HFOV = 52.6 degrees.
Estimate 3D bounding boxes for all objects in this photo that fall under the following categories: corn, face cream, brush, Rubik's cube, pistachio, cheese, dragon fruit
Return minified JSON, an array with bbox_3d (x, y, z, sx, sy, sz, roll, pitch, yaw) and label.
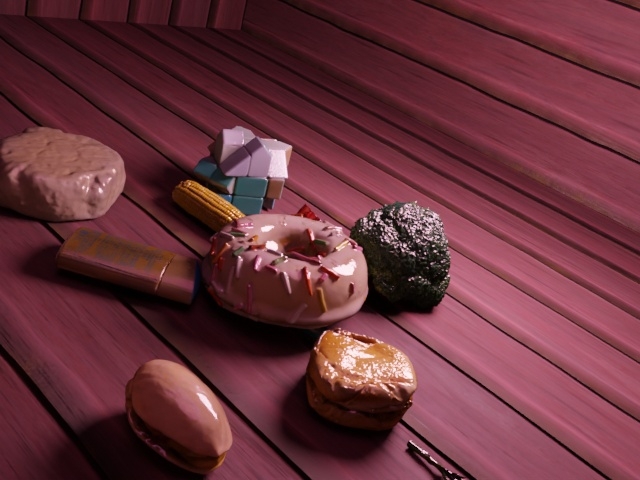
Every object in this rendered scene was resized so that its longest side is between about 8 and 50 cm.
[{"bbox_3d":[-0.275,-0.078,1.631,0.248,0.081,0.081,32,31,28],"label":"corn"},{"bbox_3d":[-0.384,0.051,1.342,0.285,0.067,0.139,16,29,-2],"label":"face cream"},{"bbox_3d":[-0.063,0.168,1.362,0.193,0.032,0.043,23,29,33],"label":"brush"},{"bbox_3d":[-0.214,-0.203,1.754,0.265,0.213,0.224,3,32,-21],"label":"Rubik's cube"},{"bbox_3d":[-0.213,0.262,0.998,0.200,0.117,0.145,31,25,22],"label":"pistachio"},{"bbox_3d":[-0.635,-0.165,1.550,0.318,0.115,0.326,-11,37,-43],"label":"cheese"},{"bbox_3d":[-0.017,0.010,1.664,0.092,0.122,0.192,-34,49,-8],"label":"dragon fruit"}]

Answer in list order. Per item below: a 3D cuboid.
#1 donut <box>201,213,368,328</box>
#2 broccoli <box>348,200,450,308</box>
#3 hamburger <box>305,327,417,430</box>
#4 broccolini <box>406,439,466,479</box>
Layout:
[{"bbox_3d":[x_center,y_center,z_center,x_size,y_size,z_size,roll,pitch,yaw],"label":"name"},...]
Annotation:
[{"bbox_3d":[-0.073,0.050,1.410,0.382,0.142,0.382,9,22,-4],"label":"donut"},{"bbox_3d":[0.192,0.034,1.578,0.294,0.245,0.265,29,68,-17],"label":"broccoli"},{"bbox_3d":[0.074,0.255,1.190,0.213,0.108,0.214,15,26,-8],"label":"hamburger"},{"bbox_3d":[0.201,0.393,1.107,0.140,0.030,0.035,31,66,33],"label":"broccolini"}]
